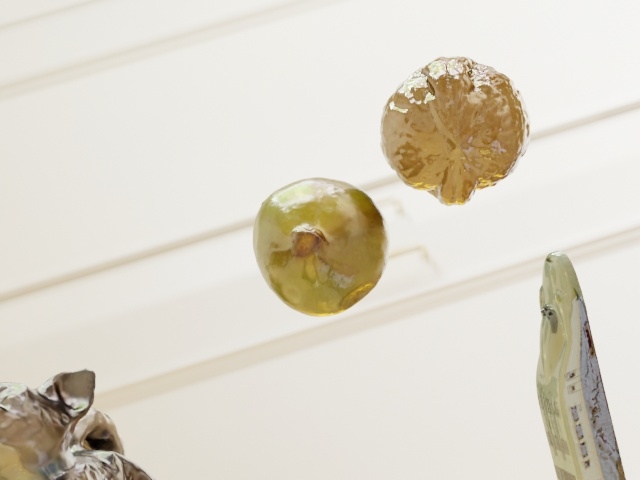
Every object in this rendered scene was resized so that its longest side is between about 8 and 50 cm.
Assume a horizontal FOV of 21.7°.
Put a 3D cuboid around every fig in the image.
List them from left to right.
[{"bbox_3d":[0.000,0.006,1.636,0.153,0.136,0.121,-81,-4,-51],"label":"fig"}]

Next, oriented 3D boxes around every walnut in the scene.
[{"bbox_3d":[0.137,-0.111,1.702,0.184,0.155,0.155,-58,-48,-80],"label":"walnut"}]

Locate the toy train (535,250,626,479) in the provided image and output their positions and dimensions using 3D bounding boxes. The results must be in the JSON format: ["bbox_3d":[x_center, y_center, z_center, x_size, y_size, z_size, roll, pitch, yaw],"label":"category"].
[{"bbox_3d":[0.219,0.125,1.470,0.052,0.051,0.234,21,128,66],"label":"toy train"}]

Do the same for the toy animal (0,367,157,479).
[{"bbox_3d":[-0.311,0.264,1.913,0.344,0.194,0.303,51,-163,-45],"label":"toy animal"}]
